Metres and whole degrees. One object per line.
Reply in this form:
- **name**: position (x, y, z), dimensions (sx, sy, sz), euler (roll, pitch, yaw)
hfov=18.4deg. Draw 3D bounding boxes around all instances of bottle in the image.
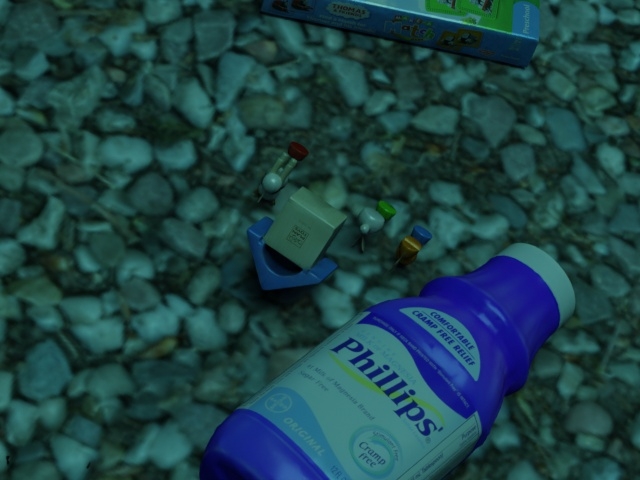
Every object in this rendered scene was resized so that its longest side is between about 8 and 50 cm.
- **bottle**: position (0.054, 0.100, 1.284), dimensions (0.283, 0.092, 0.118), euler (-36, 71, -31)

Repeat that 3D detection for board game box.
- **board game box**: position (0.066, -0.226, 1.539), dimensions (0.212, 0.039, 0.160), euler (10, 55, -7)

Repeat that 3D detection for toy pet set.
- **toy pet set**: position (0.000, 0.000, 1.372), dimensions (0.122, 0.065, 0.114), euler (34, 20, 5)
